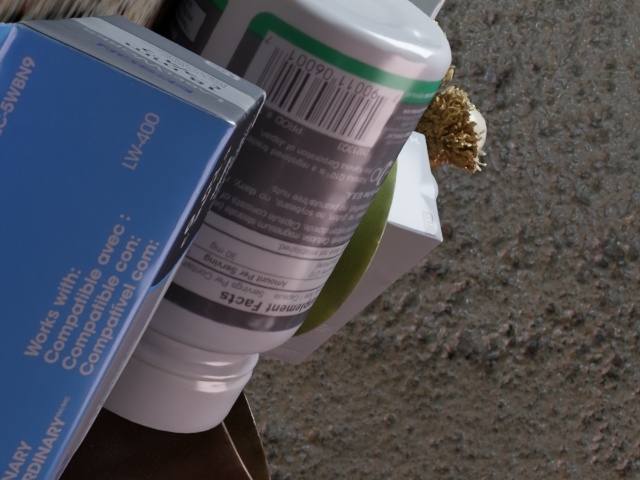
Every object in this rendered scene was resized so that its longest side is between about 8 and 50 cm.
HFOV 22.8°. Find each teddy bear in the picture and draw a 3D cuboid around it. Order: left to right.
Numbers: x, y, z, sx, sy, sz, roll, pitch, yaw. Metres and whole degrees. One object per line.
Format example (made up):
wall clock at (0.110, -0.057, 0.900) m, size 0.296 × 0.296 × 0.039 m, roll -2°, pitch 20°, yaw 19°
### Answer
teddy bear at (0.029, -0.117, 1.610) m, size 0.338 × 0.245 × 0.113 m, roll 5°, pitch -148°, yaw 44°

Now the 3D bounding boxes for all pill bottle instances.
pill bottle at (-0.069, -0.043, 1.228) m, size 0.361 × 0.204 × 0.204 m, roll -60°, pitch -177°, yaw 20°

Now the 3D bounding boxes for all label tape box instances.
label tape box at (-0.133, 0.023, 0.735) m, size 0.240 × 0.106 × 0.333 m, roll -61°, pitch -177°, yaw 9°

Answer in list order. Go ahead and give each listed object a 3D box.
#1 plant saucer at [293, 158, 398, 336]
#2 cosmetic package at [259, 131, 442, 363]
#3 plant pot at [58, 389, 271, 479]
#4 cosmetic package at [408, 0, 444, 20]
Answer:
plant saucer at (-0.019, -0.037, 1.380) m, size 0.241 × 0.037 × 0.241 m, roll -34°, pitch -132°, yaw 47°
cosmetic package at (0.000, 0.000, 1.462) m, size 0.238 × 0.107 × 0.127 m, roll -47°, pitch -141°, yaw 40°
plant pot at (-0.192, 0.178, 1.466) m, size 0.230 × 0.215 × 0.215 m, roll -22°, pitch -174°, yaw 3°
cosmetic package at (0.033, -0.264, 1.402) m, size 0.151 × 0.184 × 0.151 m, roll -60°, pitch -177°, yaw 6°
